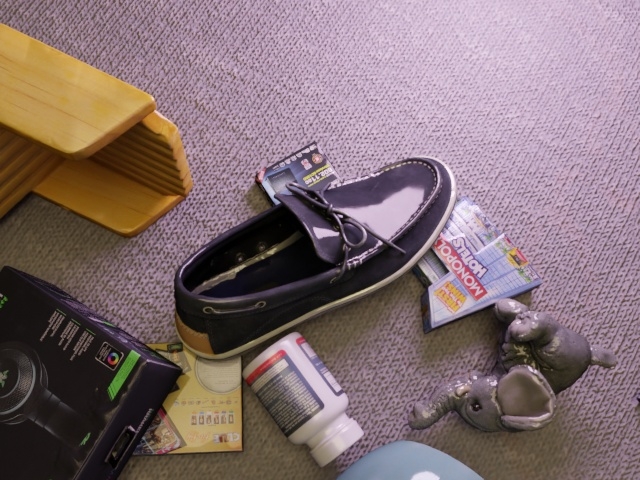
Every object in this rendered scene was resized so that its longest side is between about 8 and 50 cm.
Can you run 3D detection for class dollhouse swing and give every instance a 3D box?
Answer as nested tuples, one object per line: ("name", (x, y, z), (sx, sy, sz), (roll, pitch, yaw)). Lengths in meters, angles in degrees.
("dollhouse swing", (-0.397, -0.058, 1.034), (0.315, 0.347, 0.305), (26, 72, 4))

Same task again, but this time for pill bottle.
("pill bottle", (-0.023, 0.236, 1.097), (0.108, 0.108, 0.180), (-35, 78, -13))

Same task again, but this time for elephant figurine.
("elephant figurine", (0.282, 0.223, 1.116), (0.169, 0.186, 0.240), (33, 82, -38))

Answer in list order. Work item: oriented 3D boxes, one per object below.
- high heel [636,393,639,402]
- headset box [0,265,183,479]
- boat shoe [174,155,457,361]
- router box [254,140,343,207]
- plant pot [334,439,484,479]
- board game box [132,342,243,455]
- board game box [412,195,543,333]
("high heel", (0.649, 0.241, 1.144), (0.261, 0.093, 0.186), (34, 80, 16))
("headset box", (-0.367, 0.216, 1.025), (0.283, 0.131, 0.246), (30, 82, 17))
("boat shoe", (0.000, 0.000, 1.120), (0.500, 0.156, 0.187), (-29, 53, -14))
("router box", (-0.034, -0.095, 1.232), (0.122, 0.038, 0.092), (-31, 78, -12))
("plant pot", (0.111, 0.410, 0.972), (0.293, 0.293, 0.235), (34, 59, 6))
("board game box", (-0.238, 0.237, 1.116), (0.243, 0.042, 0.165), (-1, 73, -4))
("board game box", (0.217, 0.050, 1.194), (0.194, 0.060, 0.194), (-34, 78, -14))
